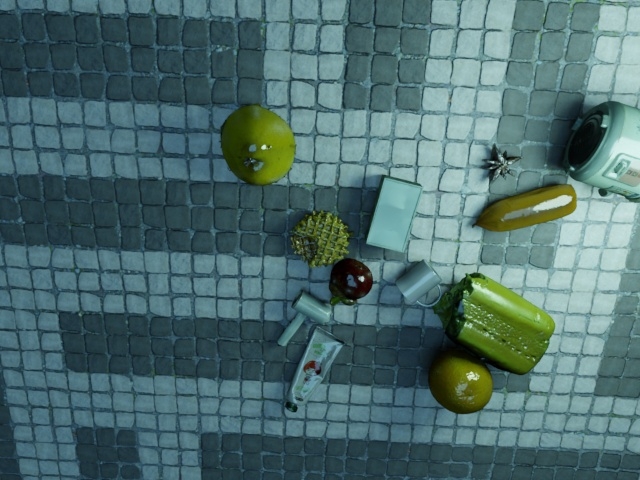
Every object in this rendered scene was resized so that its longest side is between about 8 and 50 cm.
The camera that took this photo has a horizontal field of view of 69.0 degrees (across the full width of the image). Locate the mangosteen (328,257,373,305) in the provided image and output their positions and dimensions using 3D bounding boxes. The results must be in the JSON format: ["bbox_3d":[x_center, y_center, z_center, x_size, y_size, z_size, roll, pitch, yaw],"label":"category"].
[{"bbox_3d":[0.097,0.154,1.565,0.156,0.146,0.181,22,92,-25],"label":"mangosteen"}]

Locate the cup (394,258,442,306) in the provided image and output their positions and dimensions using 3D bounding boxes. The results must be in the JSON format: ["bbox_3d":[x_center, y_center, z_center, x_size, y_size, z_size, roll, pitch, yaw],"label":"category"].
[{"bbox_3d":[0.345,0.151,1.593,0.133,0.099,0.136,-41,113,11],"label":"cup"}]

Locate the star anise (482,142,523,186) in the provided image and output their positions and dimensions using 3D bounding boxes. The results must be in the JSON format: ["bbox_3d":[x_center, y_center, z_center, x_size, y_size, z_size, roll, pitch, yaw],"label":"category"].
[{"bbox_3d":[0.570,-0.230,1.492,0.124,0.056,0.129,25,105,-7],"label":"star anise"}]

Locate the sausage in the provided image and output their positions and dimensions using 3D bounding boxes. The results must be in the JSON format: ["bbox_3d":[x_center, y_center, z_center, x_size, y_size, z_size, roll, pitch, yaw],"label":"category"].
[{"bbox_3d":[0.655,-0.097,1.509,0.328,0.112,0.112,-15,106,8],"label":"sausage"}]

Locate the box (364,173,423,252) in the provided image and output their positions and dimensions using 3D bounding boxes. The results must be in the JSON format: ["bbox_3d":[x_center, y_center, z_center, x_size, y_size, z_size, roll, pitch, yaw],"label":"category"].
[{"bbox_3d":[0.237,-0.090,1.527,0.130,0.086,0.225,14,106,-2],"label":"box"}]

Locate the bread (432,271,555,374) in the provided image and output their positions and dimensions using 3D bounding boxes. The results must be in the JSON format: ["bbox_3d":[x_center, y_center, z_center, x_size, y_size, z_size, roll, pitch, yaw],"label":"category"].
[{"bbox_3d":[0.579,0.276,1.564,0.377,0.208,0.251,29,98,-7],"label":"bread"}]

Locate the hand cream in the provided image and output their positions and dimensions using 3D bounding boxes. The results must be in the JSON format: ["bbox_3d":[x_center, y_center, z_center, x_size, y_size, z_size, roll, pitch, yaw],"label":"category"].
[{"bbox_3d":[-0.036,0.483,1.723,0.121,0.076,0.336,26,99,-8],"label":"hand cream"}]

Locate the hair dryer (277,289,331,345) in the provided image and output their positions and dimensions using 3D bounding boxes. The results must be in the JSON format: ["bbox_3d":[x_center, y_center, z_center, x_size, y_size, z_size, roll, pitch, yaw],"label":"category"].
[{"bbox_3d":[-0.077,0.300,1.662,0.131,0.073,0.236,33,107,-9],"label":"hair dryer"}]

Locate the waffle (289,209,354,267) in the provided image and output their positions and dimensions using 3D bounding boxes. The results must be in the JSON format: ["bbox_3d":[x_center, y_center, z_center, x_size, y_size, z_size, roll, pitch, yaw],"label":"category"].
[{"bbox_3d":[0.000,0.000,1.568,0.193,0.070,0.197,43,103,-11],"label":"waffle"}]

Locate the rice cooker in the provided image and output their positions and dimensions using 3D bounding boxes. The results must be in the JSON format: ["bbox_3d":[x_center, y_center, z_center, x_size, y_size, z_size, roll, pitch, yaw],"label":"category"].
[{"bbox_3d":[0.904,-0.258,1.374,0.317,0.264,0.316,6,128,8],"label":"rice cooker"}]

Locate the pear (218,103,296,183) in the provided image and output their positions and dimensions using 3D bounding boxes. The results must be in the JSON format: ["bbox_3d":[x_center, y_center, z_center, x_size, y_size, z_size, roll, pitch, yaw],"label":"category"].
[{"bbox_3d":[-0.197,-0.285,1.436,0.267,0.178,0.266,-1,105,-3],"label":"pear"}]

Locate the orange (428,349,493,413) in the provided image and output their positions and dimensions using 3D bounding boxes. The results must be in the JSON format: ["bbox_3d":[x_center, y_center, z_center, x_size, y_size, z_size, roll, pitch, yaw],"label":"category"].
[{"bbox_3d":[0.485,0.489,1.620,0.236,0.236,0.236,0,107,1],"label":"orange"}]
